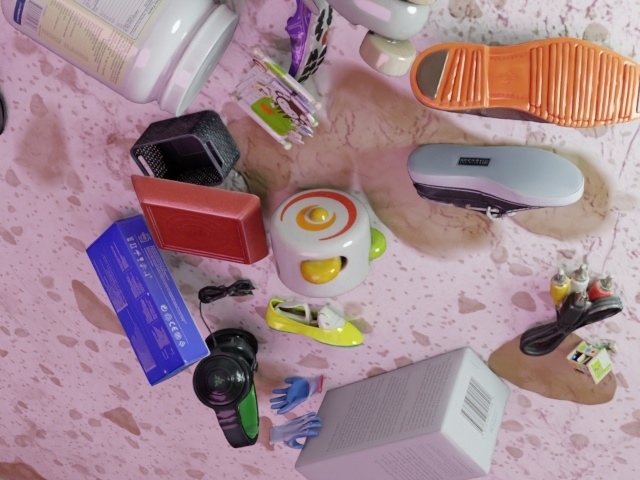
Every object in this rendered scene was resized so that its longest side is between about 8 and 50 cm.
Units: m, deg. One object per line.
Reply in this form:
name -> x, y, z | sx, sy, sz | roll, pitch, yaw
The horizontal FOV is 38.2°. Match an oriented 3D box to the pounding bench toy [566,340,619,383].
pounding bench toy -> 0.532, 0.226, 1.803 | 0.065, 0.083, 0.052 | 22, 148, 58

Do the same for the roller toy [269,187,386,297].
roller toy -> 0.000, 0.000, 1.743 | 0.191, 0.209, 0.146 | 27, 141, 32

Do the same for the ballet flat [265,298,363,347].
ballet flat -> -0.016, 0.176, 2.023 | 0.231, 0.077, 0.077 | 11, 119, 20

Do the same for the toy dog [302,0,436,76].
toy dog -> 0.048, -0.400, 1.377 | 0.220, 0.161, 0.333 | -38, 95, 34

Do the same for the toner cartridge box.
toner cartridge box -> -0.386, 0.133, 2.047 | 0.165, 0.075, 0.347 | -34, 81, 46

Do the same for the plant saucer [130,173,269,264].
plant saucer -> -0.243, -0.030, 1.873 | 0.258, 0.047, 0.259 | 10, 153, 7

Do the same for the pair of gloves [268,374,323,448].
pair of gloves -> -0.060, 0.405, 2.184 | 0.159, 0.198, 0.023 | -23, 134, 31

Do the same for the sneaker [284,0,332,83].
sneaker -> -0.028, -0.336, 1.540 | 0.071, 0.068, 0.170 | 32, 132, 18

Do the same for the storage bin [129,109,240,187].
storage bin -> -0.262, -0.169, 1.797 | 0.180, 0.084, 0.122 | -7, 128, 33

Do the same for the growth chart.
growth chart -> -0.076, -0.240, 1.624 | 0.172, 0.021, 0.237 | 39, 159, -6

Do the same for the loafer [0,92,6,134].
loafer -> -0.718, -0.311, 1.883 | 0.109, 0.095, 0.302 | 20, 138, 9

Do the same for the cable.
cable -> 0.475, 0.139, 1.762 | 0.140, 0.072, 0.287 | 8, 150, -3

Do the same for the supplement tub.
supplement tub -> -0.322, -0.371, 1.513 | 0.325, 0.235, 0.235 | 32, 138, -5

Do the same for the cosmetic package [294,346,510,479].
cosmetic package -> 0.175, 0.419, 2.044 | 0.453, 0.230, 0.161 | -25, 118, 43

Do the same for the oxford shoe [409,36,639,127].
oxford shoe -> 0.320, -0.241, 1.421 | 0.364, 0.133, 0.130 | 8, 92, 5

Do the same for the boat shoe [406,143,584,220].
boat shoe -> 0.295, -0.088, 1.569 | 0.306, 0.113, 0.105 | 6, 140, 26

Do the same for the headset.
headset -> -0.189, 0.282, 2.122 | 0.185, 0.243, 0.394 | -14, 109, 7
